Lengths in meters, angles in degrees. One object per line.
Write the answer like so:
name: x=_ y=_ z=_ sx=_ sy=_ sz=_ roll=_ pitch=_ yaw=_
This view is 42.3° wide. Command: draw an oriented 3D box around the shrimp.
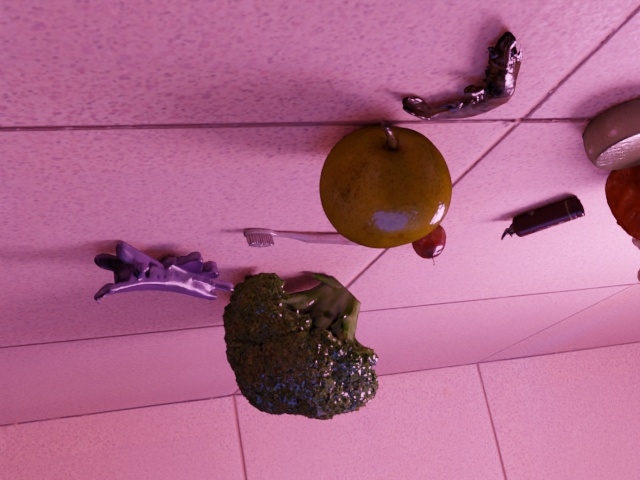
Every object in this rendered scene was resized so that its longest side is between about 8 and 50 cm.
shrimp: x=0.173 y=-0.192 z=1.021 sx=0.147 sy=0.035 sz=0.195 roll=-9 pitch=163 yaw=1

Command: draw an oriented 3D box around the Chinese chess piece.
Chinese chess piece: x=0.467 y=-0.160 z=1.237 sx=0.144 sy=0.059 sz=0.144 roll=-11 pitch=161 yaw=-4

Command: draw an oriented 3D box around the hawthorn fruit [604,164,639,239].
hawthorn fruit: x=0.554 y=-0.090 z=1.360 sx=0.173 sy=0.174 sz=0.179 roll=-21 pitch=131 yaw=28

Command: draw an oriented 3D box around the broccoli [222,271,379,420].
broccoli: x=-0.042 y=0.219 z=1.707 sx=0.309 sy=0.321 sz=0.413 roll=-23 pitch=143 yaw=10

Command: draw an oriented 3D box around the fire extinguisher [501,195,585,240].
fire extinguisher: x=0.421 y=-0.041 z=1.579 sx=0.158 sy=0.043 sz=0.064 roll=-20 pitch=-158 yaw=26

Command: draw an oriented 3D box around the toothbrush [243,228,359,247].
toothbrush: x=0.000 y=0.000 z=1.479 sx=0.307 sy=0.030 sz=0.025 roll=2 pitch=150 yaw=-34

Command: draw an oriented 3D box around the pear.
pear: x=0.090 y=-0.088 z=1.104 sx=0.180 sy=0.166 sz=0.216 roll=4 pitch=139 yaw=-4

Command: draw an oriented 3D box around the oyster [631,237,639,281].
oyster: x=0.694 y=-0.043 z=1.417 sx=0.114 sy=0.238 sz=0.351 roll=2 pitch=163 yaw=-35

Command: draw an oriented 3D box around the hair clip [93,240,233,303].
hair clip: x=-0.266 y=0.056 z=1.423 sx=0.137 sy=0.090 sz=0.278 roll=-25 pitch=162 yaw=35

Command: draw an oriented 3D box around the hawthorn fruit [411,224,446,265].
hawthorn fruit: x=0.205 y=0.014 z=1.526 sx=0.066 sy=0.103 sz=0.067 roll=-4 pitch=138 yaw=-4
